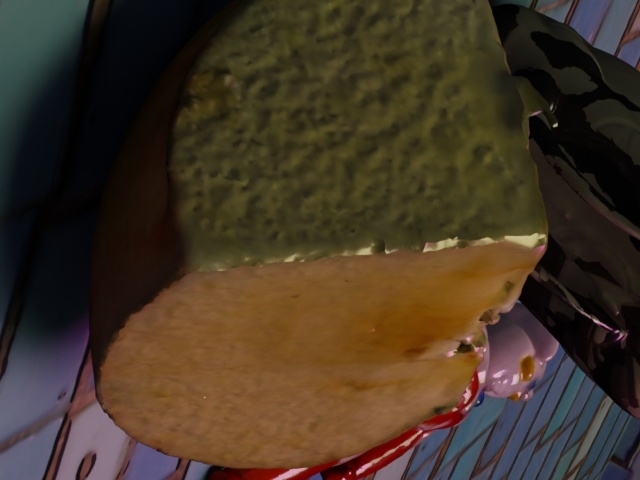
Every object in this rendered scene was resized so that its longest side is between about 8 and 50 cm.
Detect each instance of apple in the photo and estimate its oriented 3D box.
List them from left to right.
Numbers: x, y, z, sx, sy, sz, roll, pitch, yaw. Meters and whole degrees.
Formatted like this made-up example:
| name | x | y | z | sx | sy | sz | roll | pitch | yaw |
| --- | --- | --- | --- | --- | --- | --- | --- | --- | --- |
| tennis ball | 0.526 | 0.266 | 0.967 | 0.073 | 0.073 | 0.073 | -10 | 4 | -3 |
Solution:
| name | x | y | z | sx | sy | sz | roll | pitch | yaw |
| --- | --- | --- | --- | --- | --- | --- | --- | --- | --- |
| apple | 0.000 | 0.000 | 1.140 | 0.314 | 0.252 | 0.309 | -53 | 178 | -28 |

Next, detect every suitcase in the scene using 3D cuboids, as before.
| name | x | y | z | sx | sy | sz | roll | pitch | yaw |
| --- | --- | --- | --- | --- | --- | --- | --- | --- | --- |
| suitcase | 0.225 | -0.027 | 1.514 | 0.194 | 0.351 | 0.339 | -45 | 164 | 15 |

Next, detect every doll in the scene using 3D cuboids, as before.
| name | x | y | z | sx | sy | sz | roll | pitch | yaw |
| --- | --- | --- | --- | --- | --- | --- | --- | --- | --- |
| doll | 0.073 | 0.130 | 1.677 | 0.384 | 0.099 | 0.188 | -19 | 145 | -44 |
